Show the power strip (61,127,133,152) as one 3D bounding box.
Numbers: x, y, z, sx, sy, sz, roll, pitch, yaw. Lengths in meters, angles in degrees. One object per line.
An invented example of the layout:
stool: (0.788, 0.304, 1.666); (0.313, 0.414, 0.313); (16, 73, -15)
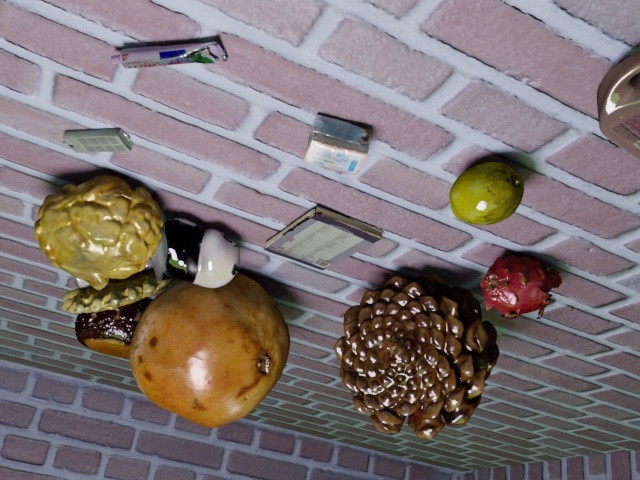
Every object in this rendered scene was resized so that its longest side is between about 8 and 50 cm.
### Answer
power strip: (-0.402, -0.176, 1.178); (0.136, 0.019, 0.051); (1, 153, 15)

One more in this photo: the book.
book: (0.000, -0.001, 1.390); (0.158, 0.026, 0.231); (20, 151, -26)

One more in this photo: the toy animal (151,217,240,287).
toy animal: (-0.264, 0.029, 1.422); (0.179, 0.138, 0.166); (10, 174, -19)

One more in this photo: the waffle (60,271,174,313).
waffle: (-0.474, 0.117, 1.565); (0.250, 0.056, 0.261); (-4, -169, 29)

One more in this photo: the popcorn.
popcorn: (-0.432, -0.017, 1.320); (0.250, 0.190, 0.250); (9, 136, 8)

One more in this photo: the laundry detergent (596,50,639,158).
laundry detergent: (0.463, -0.195, 0.817); (0.171, 0.076, 0.237); (23, 149, -24)

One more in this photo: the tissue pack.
tissue pack: (0.027, -0.150, 1.054); (0.095, 0.058, 0.074); (14, 154, -8)

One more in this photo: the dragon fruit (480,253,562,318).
dragon fruit: (0.401, 0.091, 1.339); (0.166, 0.136, 0.133); (-13, -172, -13)

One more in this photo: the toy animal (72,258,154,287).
toy animal: (-0.491, 0.059, 1.564); (0.182, 0.127, 0.131); (-25, 140, -27)

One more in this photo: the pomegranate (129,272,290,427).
pomegranate: (-0.279, 0.246, 1.606); (0.410, 0.409, 0.410); (7, 153, 4)

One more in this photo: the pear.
pear: (0.271, -0.075, 1.075); (0.107, 0.107, 0.131); (27, 155, -31)

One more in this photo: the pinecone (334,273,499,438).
pinecone: (0.236, 0.259, 1.493); (0.385, 0.384, 0.384); (7, 153, 4)

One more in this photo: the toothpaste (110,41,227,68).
toothpaste: (-0.219, -0.264, 0.947); (0.170, 0.028, 0.045); (-1, 158, 11)

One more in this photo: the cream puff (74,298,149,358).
cream puff: (-0.562, 0.235, 1.854); (0.239, 0.164, 0.239); (7, 153, 4)
